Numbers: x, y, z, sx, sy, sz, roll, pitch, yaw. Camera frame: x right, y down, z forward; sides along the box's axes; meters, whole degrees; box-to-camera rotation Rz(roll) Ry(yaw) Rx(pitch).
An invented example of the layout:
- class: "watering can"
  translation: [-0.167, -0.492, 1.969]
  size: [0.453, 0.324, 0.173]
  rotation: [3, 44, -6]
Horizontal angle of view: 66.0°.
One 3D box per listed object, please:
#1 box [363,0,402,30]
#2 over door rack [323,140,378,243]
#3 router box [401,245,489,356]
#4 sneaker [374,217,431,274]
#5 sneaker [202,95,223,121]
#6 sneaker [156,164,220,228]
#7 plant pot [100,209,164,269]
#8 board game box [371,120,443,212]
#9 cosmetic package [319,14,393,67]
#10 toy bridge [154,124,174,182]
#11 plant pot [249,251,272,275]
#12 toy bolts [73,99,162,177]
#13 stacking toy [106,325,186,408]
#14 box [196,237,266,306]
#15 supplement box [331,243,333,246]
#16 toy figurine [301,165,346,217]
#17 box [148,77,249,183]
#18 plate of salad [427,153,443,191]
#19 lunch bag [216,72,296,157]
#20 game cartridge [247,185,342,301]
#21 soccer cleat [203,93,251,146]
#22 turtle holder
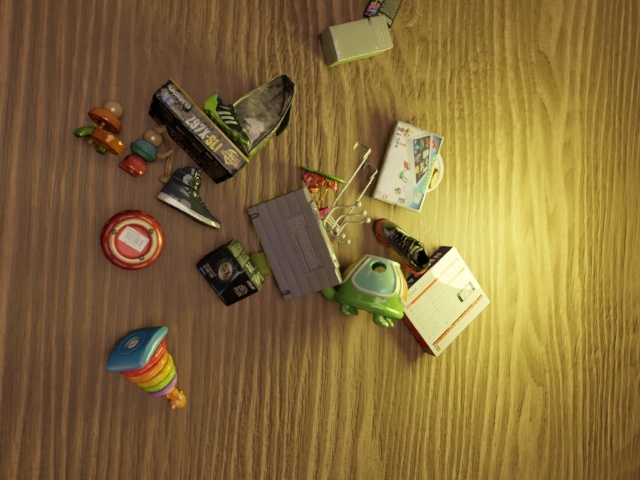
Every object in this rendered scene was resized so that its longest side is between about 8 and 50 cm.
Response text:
- class: "box"
  translation: [0.241, -0.895, 1.870]
  size: [0.116, 0.029, 0.162]
  rotation: [25, 82, -20]
- class: "over door rack"
  translation: [0.129, -0.153, 1.740]
  size: [0.108, 0.239, 0.325]
  rotation: [22, 84, 16]
- class: "router box"
  translation: [0.480, 0.239, 1.980]
  size: [0.335, 0.082, 0.301]
  rotation: [-40, 105, -15]
- class: "sneaker"
  translation: [0.318, 0.016, 1.867]
  size: [0.097, 0.135, 0.276]
  rotation: [-44, 92, -11]
- class: "sneaker"
  translation: [-0.363, -0.423, 1.633]
  size: [0.053, 0.059, 0.144]
  rotation: [33, 69, -18]
- class: "sneaker"
  translation: [-0.397, -0.148, 1.621]
  size: [0.226, 0.086, 0.164]
  rotation: [34, 75, -26]
- class: "plant pot"
  translation: [-0.576, 0.002, 1.511]
  size: [0.190, 0.174, 0.191]
  rotation: [-1, 94, -20]
- class: "board game box"
  translation: [0.332, -0.279, 1.884]
  size: [0.192, 0.053, 0.306]
  rotation: [18, 90, -8]
- class: "cosmetic package"
  translation: [0.128, -0.726, 1.794]
  size: [0.237, 0.107, 0.127]
  rotation: [-24, 103, -22]
- class: "toy bridge"
  translation: [-0.493, -0.278, 1.570]
  size: [0.026, 0.063, 0.188]
  rotation: [13, 123, 13]
- class: "plant pot"
  translation: [-0.214, 0.084, 1.711]
  size: [0.083, 0.083, 0.079]
  rotation: [-8, 83, -21]
- class: "toy bolts"
  translation: [-0.583, -0.317, 1.493]
  size: [0.228, 0.218, 0.159]
  rotation: [41, 71, -36]
- class: "stacking toy"
  translation: [-0.519, 0.431, 1.576]
  size: [0.175, 0.165, 0.302]
  rotation: [-70, 141, -51]
- class: "box"
  translation: [-0.295, 0.107, 1.635]
  size: [0.147, 0.077, 0.180]
  rotation: [-27, 106, 23]
- class: "supplement box"
  translation: [0.000, 0.000, 1.803]
  size: [0.054, 0.043, 0.083]
  rotation: [-32, 103, -16]
- class: "toy figurine"
  translation: [-0.015, -0.164, 1.766]
  size: [0.173, 0.130, 0.159]
  rotation: [21, 94, 1]
- class: "box"
  translation: [-0.384, -0.323, 1.527]
  size: [0.079, 0.257, 0.322]
  rotation: [-47, 106, -13]
- class: "plate of salad"
  translation: [0.408, -0.289, 1.949]
  size: [0.199, 0.048, 0.200]
  rotation: [-1, 93, -21]
- class: "lunch bag"
  translation: [-0.198, -0.400, 1.607]
  size: [0.169, 0.235, 0.287]
  rotation: [45, 77, -11]
- class: "game cartridge"
  translation: [-0.082, 0.014, 1.700]
  size: [0.230, 0.068, 0.355]
  rotation: [-19, 98, 12]
- class: "soccer cleat"
  translation: [-0.261, -0.351, 1.435]
  size: [0.179, 0.060, 0.072]
  rotation: [43, 78, -8]
- class: "turtle holder"
  translation: [0.164, 0.169, 1.794]
  size: [0.243, 0.320, 0.228]
  rotation: [22, 83, -53]
